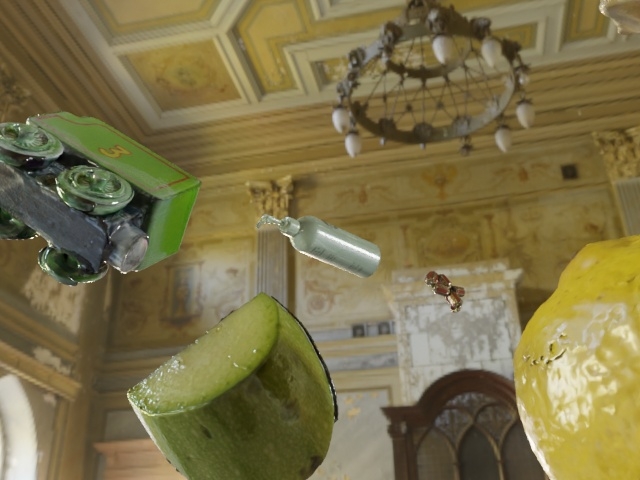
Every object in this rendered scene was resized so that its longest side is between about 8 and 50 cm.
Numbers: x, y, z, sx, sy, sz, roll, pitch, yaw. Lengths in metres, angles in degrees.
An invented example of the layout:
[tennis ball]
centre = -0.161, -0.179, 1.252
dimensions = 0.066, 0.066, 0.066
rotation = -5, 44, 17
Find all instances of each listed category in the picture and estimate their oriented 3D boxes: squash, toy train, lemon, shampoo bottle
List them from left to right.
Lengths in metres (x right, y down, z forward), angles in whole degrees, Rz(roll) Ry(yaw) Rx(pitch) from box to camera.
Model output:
[toy train]
centre = -0.354, -0.073, 1.020
dimensions = 0.307, 0.249, 0.174
rotation = 30, -63, 12
[squash]
centre = -0.066, 0.164, 0.664
dimensions = 0.192, 0.184, 0.085
rotation = -38, -4, -15
[shampoo bottle]
centre = 0.000, 0.000, 0.971
dimensions = 0.195, 0.056, 0.056
rotation = 23, -37, -35
[lemon]
centre = 0.296, 0.126, 0.541
dimensions = 0.292, 0.293, 0.293
rotation = -1, -28, -1

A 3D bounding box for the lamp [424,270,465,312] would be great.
[lamp]
centre = 0.229, 0.090, 1.260
dimensions = 0.083, 0.063, 0.031
rotation = 36, -55, -3

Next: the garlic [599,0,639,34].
[garlic]
centre = 0.424, -0.342, 0.612
dimensions = 0.245, 0.232, 0.340
rotation = 11, -12, 4
